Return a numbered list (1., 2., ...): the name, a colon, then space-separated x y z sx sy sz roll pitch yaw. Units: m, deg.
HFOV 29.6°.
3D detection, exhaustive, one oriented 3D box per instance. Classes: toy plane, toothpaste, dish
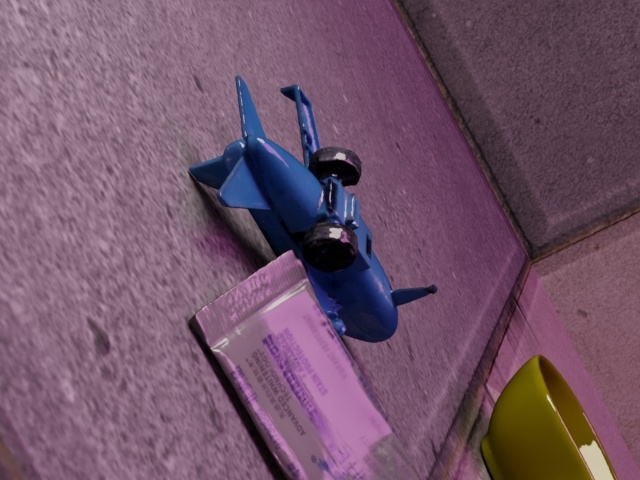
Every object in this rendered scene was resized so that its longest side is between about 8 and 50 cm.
1. toy plane: 0.000 0.000 0.959 0.271 0.105 0.254 44 37 -38
2. toothpaste: 0.019 0.147 0.819 0.282 0.068 0.099 61 13 -4
3. dish: 0.256 0.264 1.321 0.221 0.108 0.262 31 33 -63
